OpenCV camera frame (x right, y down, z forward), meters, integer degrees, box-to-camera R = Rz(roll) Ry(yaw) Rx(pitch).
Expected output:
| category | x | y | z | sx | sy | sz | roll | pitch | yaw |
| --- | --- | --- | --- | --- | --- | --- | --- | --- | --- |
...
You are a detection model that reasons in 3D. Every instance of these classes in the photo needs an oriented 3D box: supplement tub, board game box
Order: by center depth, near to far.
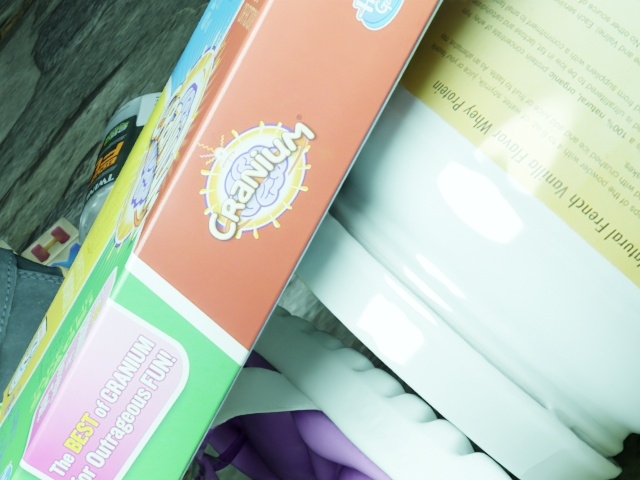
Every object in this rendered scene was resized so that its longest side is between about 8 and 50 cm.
| category | x | y | z | sx | sy | sz | roll | pitch | yaw |
| --- | --- | --- | --- | --- | --- | --- | --- | --- | --- |
| supplement tub | 0.151 | -0.054 | 0.834 | 0.316 | 0.228 | 0.228 | -48 | 22 | 3 |
| board game box | -0.055 | -0.018 | 0.843 | 0.317 | 0.064 | 0.242 | -62 | 11 | 6 |
| supplement tub | -0.138 | -0.032 | 1.504 | 0.117 | 0.117 | 0.190 | -39 | 24 | 25 |

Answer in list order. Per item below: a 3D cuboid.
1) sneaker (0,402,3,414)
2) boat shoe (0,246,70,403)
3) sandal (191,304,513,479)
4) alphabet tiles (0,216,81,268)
| category | x | y | z | sx | sy | sz | roll | pitch | yaw |
| --- | --- | --- | --- | --- | --- | --- | --- | --- | --- |
| sneaker | -0.132 | 0.288 | 0.862 | 0.185 | 0.202 | 0.483 | 123 | 160 | -46 |
| boat shoe | -0.268 | 0.208 | 1.097 | 0.187 | 0.156 | 0.500 | -32 | 28 | 54 |
| sandal | -0.016 | 0.122 | 0.930 | 0.102 | 0.169 | 0.416 | -35 | 19 | -17 |
| alphabet tiles | -0.304 | 0.107 | 1.635 | 0.285 | 0.011 | 0.342 | -43 | 30 | -7 |
